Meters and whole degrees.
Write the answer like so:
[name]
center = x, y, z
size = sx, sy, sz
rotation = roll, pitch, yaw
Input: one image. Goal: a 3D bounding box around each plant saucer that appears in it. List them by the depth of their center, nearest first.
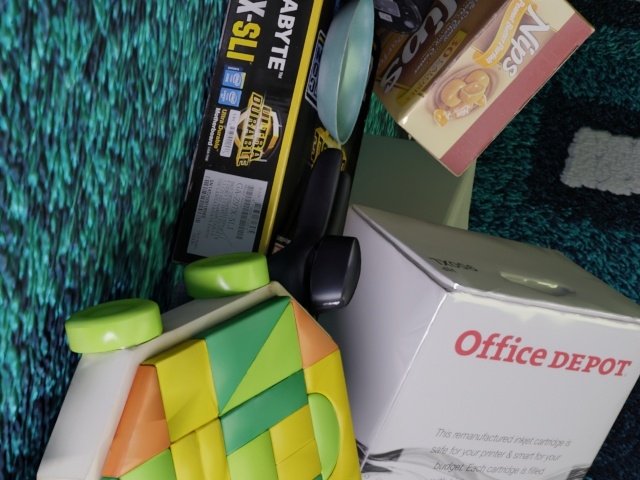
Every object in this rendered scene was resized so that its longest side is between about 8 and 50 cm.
[plant saucer]
center = 0.018, -0.135, 1.028
size = 0.119, 0.021, 0.119
rotation = 11, 90, -80

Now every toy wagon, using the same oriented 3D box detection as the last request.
[toy wagon]
center = -0.085, 0.164, 0.797
size = 0.344, 0.068, 0.267
rotation = -25, 107, -57

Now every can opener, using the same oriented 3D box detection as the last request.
[can opener]
center = 0.000, 0.000, 0.996
size = 0.186, 0.073, 0.059
rotation = -79, 166, -52

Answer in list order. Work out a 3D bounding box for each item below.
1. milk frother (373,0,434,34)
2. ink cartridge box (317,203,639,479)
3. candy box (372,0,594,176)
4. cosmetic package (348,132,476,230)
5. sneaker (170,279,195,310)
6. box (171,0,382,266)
[milk frother]
center = 0.076, -0.297, 1.251
size = 0.135, 0.129, 0.143
rotation = -58, 171, -18
[ink cartridge box]
center = 0.092, 0.190, 1.200
size = 0.285, 0.166, 0.395
rotation = 11, 111, -39
[candy box]
center = 0.134, -0.200, 1.313
size = 0.183, 0.087, 0.316
rotation = -48, -160, 10
[cosmetic package]
center = 0.056, 0.071, 1.504
size = 0.453, 0.161, 0.230
rotation = -59, 158, -60
[sneaker]
center = -0.114, 0.136, 0.918
size = 0.125, 0.104, 0.262
rotation = 59, 39, -40
[box]
center = -0.025, -0.088, 1.123
size = 0.322, 0.079, 0.257
rotation = 31, 70, -79
